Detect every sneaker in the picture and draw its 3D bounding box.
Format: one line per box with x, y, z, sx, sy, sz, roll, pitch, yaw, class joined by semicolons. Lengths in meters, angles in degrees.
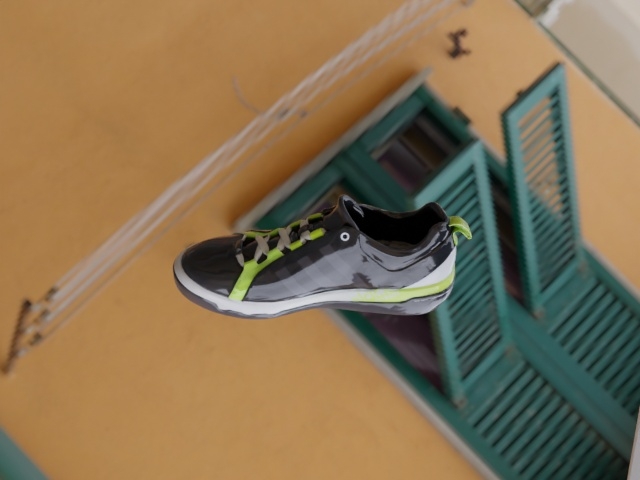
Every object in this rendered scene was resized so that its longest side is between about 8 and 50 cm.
0.000;0.000;0.952;0.084;0.235;0.097;-99;-170;-51;sneaker

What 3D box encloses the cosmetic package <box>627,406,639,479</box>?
0.405;0.167;1.026;0.365;0.155;0.197;-1;102;-53;cosmetic package
